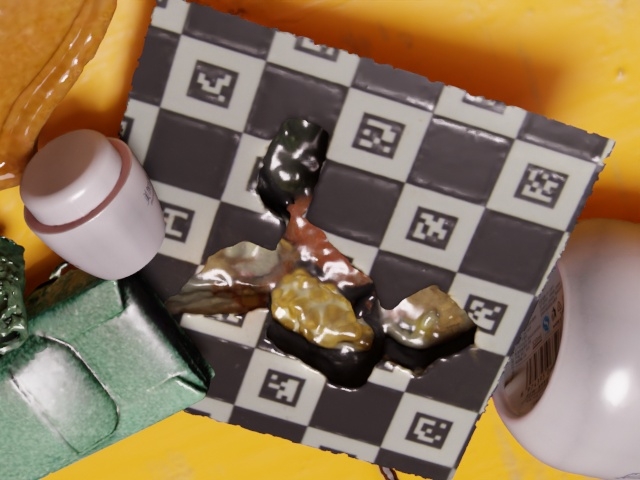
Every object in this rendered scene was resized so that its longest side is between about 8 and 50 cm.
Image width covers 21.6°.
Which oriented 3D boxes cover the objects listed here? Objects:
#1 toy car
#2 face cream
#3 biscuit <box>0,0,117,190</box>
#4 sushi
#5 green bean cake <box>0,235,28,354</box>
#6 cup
[{"bbox_3d":[-0.253,0.130,1.299,0.320,0.097,0.141,-27,117,15],"label":"toy car"},{"bbox_3d":[-0.162,-0.025,1.202,0.091,0.091,0.095,-29,130,9],"label":"face cream"},{"bbox_3d":[-0.333,-0.202,1.108,0.349,0.078,0.455,-25,124,11],"label":"biscuit"},{"bbox_3d":[0.000,0.000,1.294,0.343,0.064,0.359,17,124,-6],"label":"sushi"},{"bbox_3d":[-0.333,0.027,1.187,0.193,0.107,0.208,-17,143,15],"label":"green bean cake"},{"bbox_3d":[0.307,0.103,1.338,0.317,0.212,0.212,10,121,-16],"label":"cup"}]
